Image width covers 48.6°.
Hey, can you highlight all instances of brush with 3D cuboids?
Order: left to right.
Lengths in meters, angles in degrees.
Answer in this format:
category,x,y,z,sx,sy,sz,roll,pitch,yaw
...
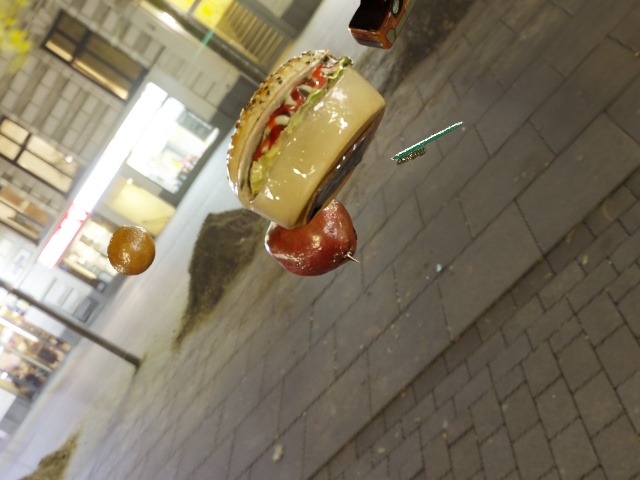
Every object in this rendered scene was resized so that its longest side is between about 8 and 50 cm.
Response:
category,x,y,z,sx,sy,sz,roll,pitch,yaw
brush,0.265,-0.234,1.730,0.193,0.032,0.043,-26,8,4

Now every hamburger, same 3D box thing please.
category,x,y,z,sx,sy,sz,roll,pitch,yaw
hamburger,-0.028,-0.163,1.124,0.300,0.176,0.300,-54,-7,-10

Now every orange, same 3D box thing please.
category,x,y,z,sx,sy,sz,roll,pitch,yaw
orange,-0.312,0.016,1.168,0.085,0.085,0.085,-50,17,21

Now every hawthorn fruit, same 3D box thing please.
category,x,y,z,sx,sy,sz,roll,pitch,yaw
hawthorn fruit,0.000,0.000,1.484,0.235,0.181,0.181,28,83,31

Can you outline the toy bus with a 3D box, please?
category,x,y,z,sx,sy,sz,roll,pitch,yaw
toy bus,0.187,-0.590,1.561,0.093,0.092,0.409,18,68,27
